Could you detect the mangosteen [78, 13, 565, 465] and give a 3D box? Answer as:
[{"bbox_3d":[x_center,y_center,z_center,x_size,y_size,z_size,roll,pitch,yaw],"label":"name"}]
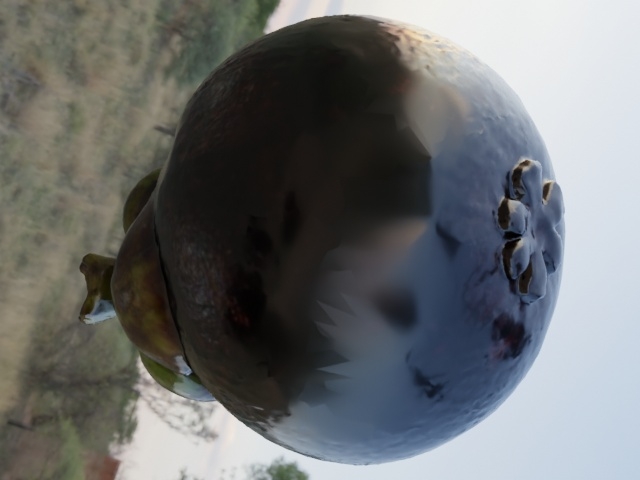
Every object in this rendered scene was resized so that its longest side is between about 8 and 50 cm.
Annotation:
[{"bbox_3d":[0.013,0.006,0.594,0.313,0.297,0.296,-34,-145,56],"label":"mangosteen"}]
